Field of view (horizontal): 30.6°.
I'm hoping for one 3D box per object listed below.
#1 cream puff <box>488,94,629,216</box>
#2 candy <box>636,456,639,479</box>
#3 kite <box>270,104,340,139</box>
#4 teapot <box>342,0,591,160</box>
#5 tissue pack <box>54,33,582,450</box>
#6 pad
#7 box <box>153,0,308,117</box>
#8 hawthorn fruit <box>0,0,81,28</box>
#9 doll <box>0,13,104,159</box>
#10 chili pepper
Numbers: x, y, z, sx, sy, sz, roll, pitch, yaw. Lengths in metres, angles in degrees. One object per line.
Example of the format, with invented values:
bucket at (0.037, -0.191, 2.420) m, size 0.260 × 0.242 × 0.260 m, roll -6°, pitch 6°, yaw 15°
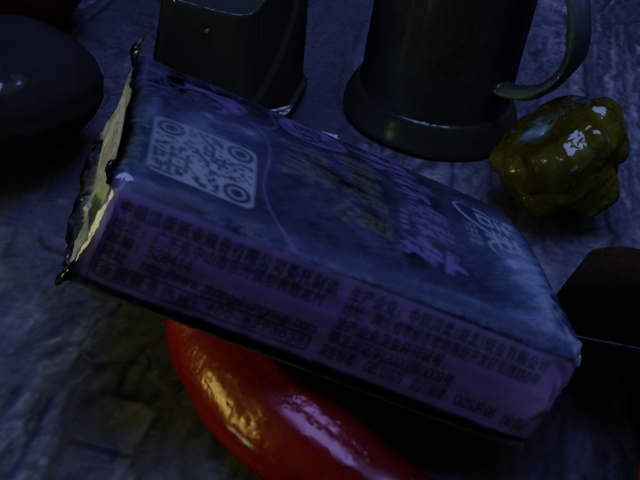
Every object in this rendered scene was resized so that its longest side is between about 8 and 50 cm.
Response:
cream puff at (0.248, -0.073, 1.166) m, size 0.146 × 0.116 × 0.146 m, roll -28°, pitch 26°, yaw 15°
candy at (0.250, 0.172, 0.775) m, size 0.088 × 0.146 × 0.276 m, roll 10°, pitch 35°, yaw 17°
kite at (-0.078, -0.061, 1.079) m, size 0.160 × 0.010 × 0.182 m, roll 22°, pitch 66°, yaw 8°
teapot at (0.164, -0.260, 1.213) m, size 0.200 × 0.337 × 0.270 m, roll -22°, pitch 46°, yaw -36°
tissue pack at (0.000, 0.000, 0.884) m, size 0.361 × 0.122 × 0.259 m, roll 23°, pitch 23°, yaw -17°
pad at (0.270, 0.054, 0.897) m, size 0.176 × 0.266 × 0.002 m, roll 11°, pitch 74°, yaw 3°
box at (-0.096, -0.198, 1.206) m, size 0.138 × 0.178 × 0.274 m, roll 13°, pitch 34°, yaw 7°
hawthorn fruit at (-0.372, -0.335, 1.308) m, size 0.231 × 0.263 × 0.235 m, roll -31°, pitch 76°, yaw -16°
doll at (-0.439, -0.152, 1.086) m, size 0.382 × 0.252 × 0.379 m, roll 32°, pitch 9°, yaw 26°
chili pepper at (-0.028, 0.116, 0.870) m, size 0.137 × 0.091 × 0.368 m, roll 2°, pitch 37°, yaw -45°
